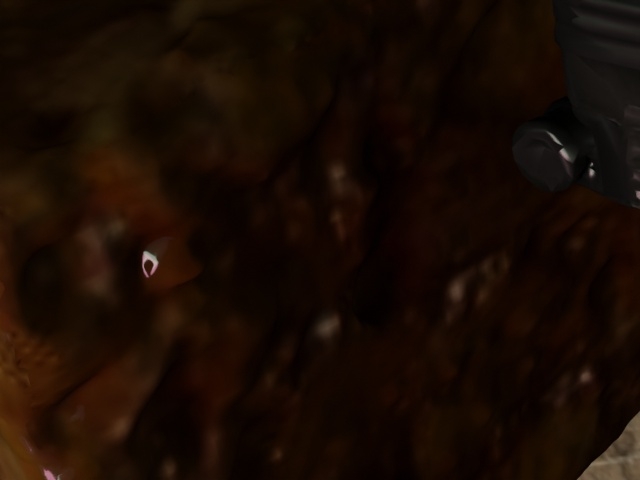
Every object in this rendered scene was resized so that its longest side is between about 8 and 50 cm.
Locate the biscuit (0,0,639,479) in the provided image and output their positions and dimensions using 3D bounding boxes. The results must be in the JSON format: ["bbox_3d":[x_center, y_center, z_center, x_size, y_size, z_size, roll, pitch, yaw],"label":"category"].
[{"bbox_3d":[0.000,0.000,0.728,0.166,0.395,0.342,23,137,39],"label":"biscuit"}]

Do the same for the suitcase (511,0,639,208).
[{"bbox_3d":[0.246,-0.085,0.512,0.335,0.230,0.152,20,134,39],"label":"suitcase"}]
